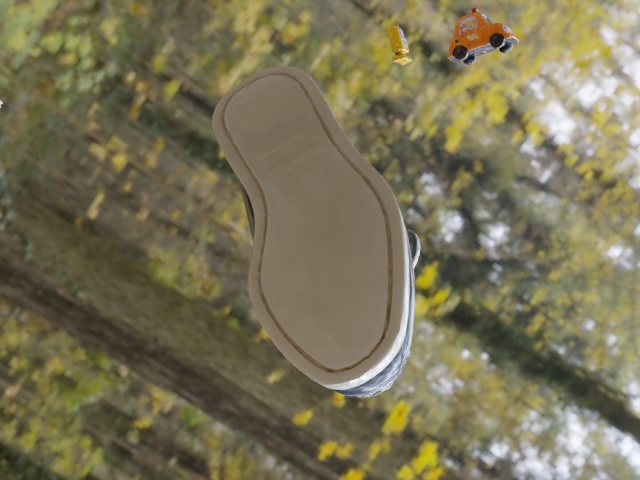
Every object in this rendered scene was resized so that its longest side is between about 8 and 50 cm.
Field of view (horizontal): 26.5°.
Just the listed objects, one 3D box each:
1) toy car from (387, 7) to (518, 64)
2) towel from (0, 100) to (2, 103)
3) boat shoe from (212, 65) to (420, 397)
[{"bbox_3d":[0.106,-0.166,1.074,0.060,0.040,0.122,-19,172,37],"label":"toy car"},{"bbox_3d":[-0.402,-0.043,1.118,0.282,0.049,0.187,-48,160,6],"label":"towel"},{"bbox_3d":[0.000,0.000,0.754,0.095,0.079,0.254,-31,-139,2],"label":"boat shoe"}]
